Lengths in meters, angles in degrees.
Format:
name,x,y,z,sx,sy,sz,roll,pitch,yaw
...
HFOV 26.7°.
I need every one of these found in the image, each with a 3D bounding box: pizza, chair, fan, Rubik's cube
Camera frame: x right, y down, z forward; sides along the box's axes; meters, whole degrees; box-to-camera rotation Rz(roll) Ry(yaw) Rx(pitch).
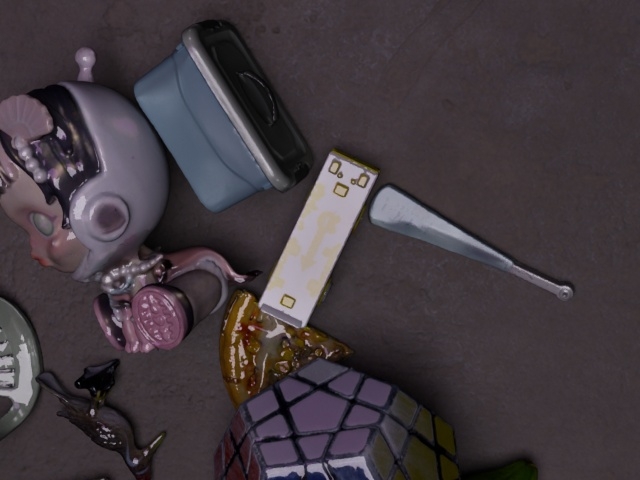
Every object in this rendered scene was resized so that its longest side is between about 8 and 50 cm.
name,x,y,z,sx,sy,sz,roll,pitch,yaw
pizza,-0.047,0.160,1.740,0.176,0.036,0.185,7,100,4
chair,-0.523,0.179,1.727,0.274,0.190,0.203,-6,100,14
fan,0.191,0.013,1.703,0.282,0.023,0.057,28,99,2
Rubik's cube,0.019,0.303,1.642,0.319,0.264,0.319,1,100,5

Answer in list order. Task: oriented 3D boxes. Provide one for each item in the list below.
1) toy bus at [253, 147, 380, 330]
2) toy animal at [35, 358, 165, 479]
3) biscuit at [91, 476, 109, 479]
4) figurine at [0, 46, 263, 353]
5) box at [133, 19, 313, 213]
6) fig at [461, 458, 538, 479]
name,x,y,z,sx,sy,sz,roll,pitch,yaw
toy bus,0.000,0.000,1.685,0.081,0.074,0.226,27,93,0
toy animal,-0.281,0.239,1.771,0.105,0.070,0.202,-31,102,19
biscuit,-0.364,0.396,1.789,0.199,0.040,0.121,-15,94,-5
figurine,-0.261,-0.033,1.646,0.361,0.211,0.253,53,144,-11
box,-0.114,-0.150,1.636,0.130,0.162,0.227,-29,96,19
fig,0.217,0.341,1.707,0.123,0.123,0.156,36,91,-1
